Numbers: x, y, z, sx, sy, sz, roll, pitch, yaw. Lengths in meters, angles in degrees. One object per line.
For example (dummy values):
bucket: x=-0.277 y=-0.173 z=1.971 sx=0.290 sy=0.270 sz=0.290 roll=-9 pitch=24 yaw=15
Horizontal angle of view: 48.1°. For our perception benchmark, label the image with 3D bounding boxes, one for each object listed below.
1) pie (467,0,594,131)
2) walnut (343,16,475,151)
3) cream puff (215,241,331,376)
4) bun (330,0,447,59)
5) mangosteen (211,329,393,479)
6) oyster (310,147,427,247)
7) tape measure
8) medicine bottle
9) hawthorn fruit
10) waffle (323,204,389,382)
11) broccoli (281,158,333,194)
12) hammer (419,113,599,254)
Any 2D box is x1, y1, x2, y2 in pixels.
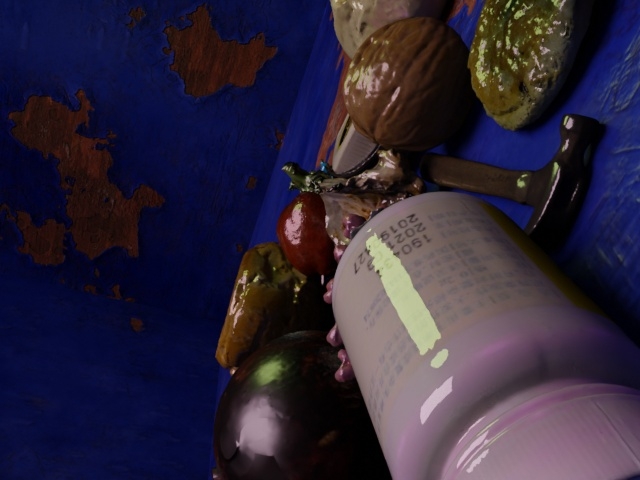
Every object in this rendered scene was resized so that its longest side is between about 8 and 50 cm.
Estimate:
pie: x=0.255 y=-0.276 z=0.877 sx=0.277 sy=0.078 sz=0.277 roll=-165 pitch=90 yaw=-80
walnut: x=0.141 y=-0.241 z=1.102 sx=0.213 sy=0.213 sz=0.214 roll=-166 pitch=90 yaw=-78
cream puff: x=-0.098 y=0.169 z=1.630 sx=0.343 sy=0.231 sz=0.327 roll=167 pitch=121 yaw=-84
bun: x=0.125 y=-0.513 z=1.421 sx=0.361 sy=0.212 sz=0.362 roll=-169 pitch=90 yaw=-77
mangosteen: x=0.037 y=0.255 z=0.926 sx=0.306 sy=0.359 sz=0.306 roll=159 pitch=90 yaw=-78
oyster: x=0.073 y=-0.062 z=1.222 sx=0.133 sy=0.198 sz=0.337 roll=-35 pitch=-10 yaw=-19
tape measure: x=0.103 y=-0.187 z=1.348 sx=0.231 sy=0.132 sz=0.271 roll=-76 pitch=13 yaw=-52
medicine bottle: x=0.143 y=0.120 z=0.589 sx=0.379 sy=0.213 sz=0.214 roll=-111 pitch=36 yaw=-61
hawthorn fruit: x=0.000 y=0.000 z=1.525 sx=0.185 sy=0.185 sz=0.203 roll=129 pitch=136 yaw=-64
waffle: x=0.107 y=0.067 z=0.827 sx=0.055 sy=0.221 sz=0.235 roll=153 pitch=122 yaw=-65
broccoli: x=-0.027 y=-0.147 z=1.850 sx=0.154 sy=0.160 sz=0.167 roll=-36 pitch=22 yaw=29
hammer: x=0.214 y=-0.083 z=0.937 sx=0.440 sy=0.044 sz=0.169 roll=-132 pitch=58 yaw=-76
